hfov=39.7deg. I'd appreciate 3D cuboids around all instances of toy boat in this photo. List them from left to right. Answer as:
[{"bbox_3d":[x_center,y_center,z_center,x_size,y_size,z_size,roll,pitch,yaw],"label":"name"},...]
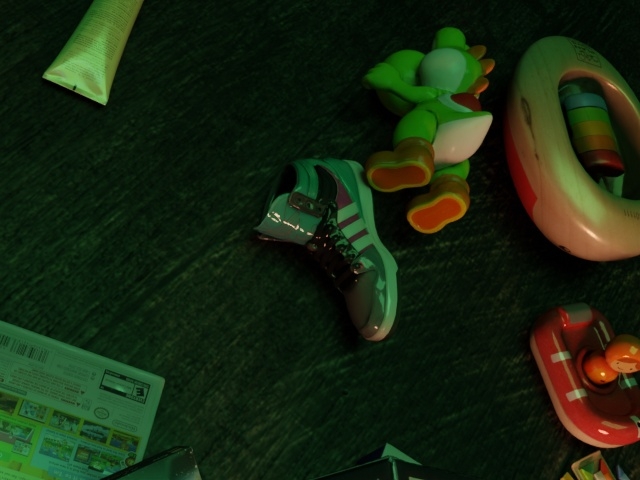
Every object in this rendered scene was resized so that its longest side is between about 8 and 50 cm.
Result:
[{"bbox_3d":[0.430,0.191,1.339,0.151,0.151,0.231,-6,66,-31],"label":"toy boat"}]

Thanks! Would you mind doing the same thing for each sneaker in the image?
[{"bbox_3d":[0.000,0.000,1.230,0.178,0.124,0.296,7,52,-31],"label":"sneaker"}]

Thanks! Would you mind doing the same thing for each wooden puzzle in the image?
[{"bbox_3d":[0.413,0.356,1.321,0.116,0.014,0.079,-21,74,-36],"label":"wooden puzzle"}]

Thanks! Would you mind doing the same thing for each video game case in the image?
[{"bbox_3d":[-0.309,0.214,1.003,0.227,0.026,0.206,23,54,-17],"label":"video game case"}]

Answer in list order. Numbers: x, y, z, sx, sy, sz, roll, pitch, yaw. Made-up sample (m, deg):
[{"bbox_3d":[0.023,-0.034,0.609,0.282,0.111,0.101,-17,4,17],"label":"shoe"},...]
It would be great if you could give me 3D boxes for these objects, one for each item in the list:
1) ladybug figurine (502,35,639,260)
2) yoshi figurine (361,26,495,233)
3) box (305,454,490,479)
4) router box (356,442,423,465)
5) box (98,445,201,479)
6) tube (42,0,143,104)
[{"bbox_3d":[0.441,-0.156,1.540,0.305,0.162,0.449,12,58,-24],"label":"ladybug figurine"},{"bbox_3d":[0.153,-0.189,1.406,0.203,0.204,0.362,15,52,2],"label":"yoshi figurine"},{"bbox_3d":[0.097,0.387,0.855,0.294,0.182,0.296,29,46,-48],"label":"box"},{"bbox_3d":[0.129,0.465,1.058,0.301,0.082,0.335,34,52,-7],"label":"router box"},{"bbox_3d":[-0.220,0.337,0.940,0.233,0.044,0.159,-18,89,-35],"label":"box"},{"bbox_3d":[-0.315,-0.306,1.288,0.070,0.062,0.240,1,57,23],"label":"tube"}]
